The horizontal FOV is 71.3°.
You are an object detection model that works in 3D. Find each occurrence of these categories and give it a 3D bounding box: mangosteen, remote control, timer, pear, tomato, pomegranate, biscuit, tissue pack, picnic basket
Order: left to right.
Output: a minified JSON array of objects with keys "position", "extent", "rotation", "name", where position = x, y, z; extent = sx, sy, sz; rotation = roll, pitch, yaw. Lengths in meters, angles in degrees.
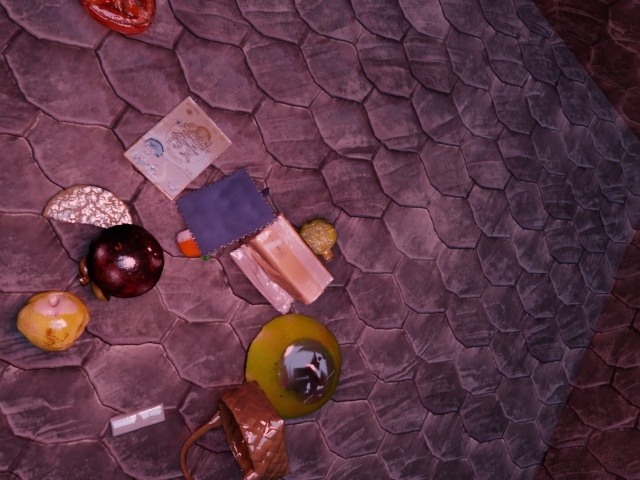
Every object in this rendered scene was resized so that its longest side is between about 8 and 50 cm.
[{"position":[-0.757,0.224,1.263],"extent":[0.178,0.178,0.178],"rotation":[0,91,-26],"name":"pear"},{"position":[-0.692,-0.101,1.361],"extent":[0.250,0.032,0.133],"rotation":[13,86,-25],"name":"biscuit"},{"position":[-0.615,-0.728,1.355],"extent":[0.228,0.101,0.228],"rotation":[4,82,-31],"name":"tomato"},{"position":[-0.599,0.072,1.320],"extent":[0.265,0.228,0.228],"rotation":[-23,102,6],"name":"mangosteen"},{"position":[-0.582,0.575,1.428],"extent":[0.162,0.029,0.061],"rotation":[-10,97,-26],"name":"remote control"},{"position":[-0.398,0.009,1.469],"extent":[0.136,0.099,0.136],"rotation":[0,91,-14],"name":"timer"},{"position":[-0.286,0.661,1.417],"extent":[0.337,0.293,0.337],"rotation":[-16,120,-30],"name":"picnic basket"},{"position":[-0.146,0.082,1.533],"extent":[0.238,0.238,0.305],"rotation":[-45,110,-18],"name":"tissue pack"},{"position":[-0.067,0.465,1.602],"extent":[0.398,0.165,0.399],"rotation":[-1,91,-26],"name":"pear"},{"position":[-0.003,-0.003,1.647],"extent":[0.143,0.122,0.169],"rotation":[-33,100,-2],"name":"pomegranate"}]

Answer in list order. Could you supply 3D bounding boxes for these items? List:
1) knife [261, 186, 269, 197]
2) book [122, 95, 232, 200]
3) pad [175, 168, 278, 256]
[{"position":[-0.213,-0.140,1.598],"extent":[0.031,0.018,0.121],"rotation":[24,77,10],"name":"knife"},{"position":[-0.465,-0.305,1.477],"extent":[0.208,0.020,0.295],"rotation":[47,72,-18],"name":"book"},{"position":[-0.308,-0.098,1.443],"extent":[0.269,0.012,0.270],"rotation":[-26,59,-12],"name":"pad"}]
